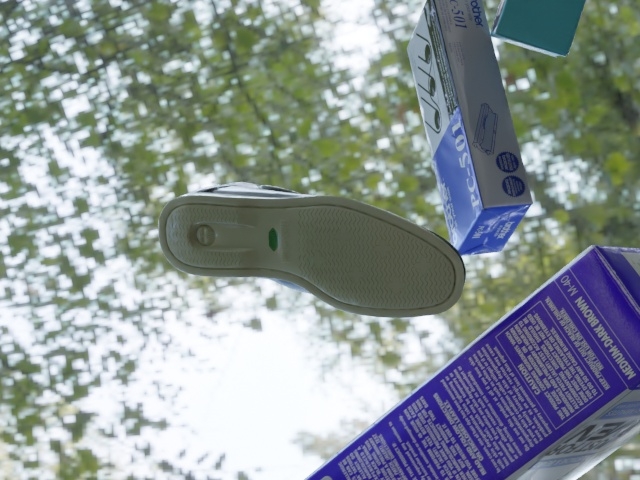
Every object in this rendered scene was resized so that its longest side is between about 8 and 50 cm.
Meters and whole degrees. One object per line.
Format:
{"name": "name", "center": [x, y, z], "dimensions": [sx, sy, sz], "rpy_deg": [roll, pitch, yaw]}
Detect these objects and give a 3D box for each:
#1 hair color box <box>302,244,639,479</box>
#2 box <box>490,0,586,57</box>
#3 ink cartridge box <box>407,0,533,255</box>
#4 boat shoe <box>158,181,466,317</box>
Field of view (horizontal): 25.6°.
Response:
{"name": "hair color box", "center": [0.153, 0.146, 1.109], "dimensions": [0.185, 0.339, 0.110], "rpy_deg": [3, -129, -55]}
{"name": "box", "center": [0.198, -0.267, 1.090], "dimensions": [0.100, 0.060, 0.244], "rpy_deg": [-55, -17, -81]}
{"name": "ink cartridge box", "center": [0.122, -0.100, 1.176], "dimensions": [0.046, 0.097, 0.207], "rpy_deg": [-6, -113, -12]}
{"name": "boat shoe", "center": [0.000, 0.000, 1.037], "dimensions": [0.079, 0.233, 0.084], "rpy_deg": [-24, -57, -66]}
